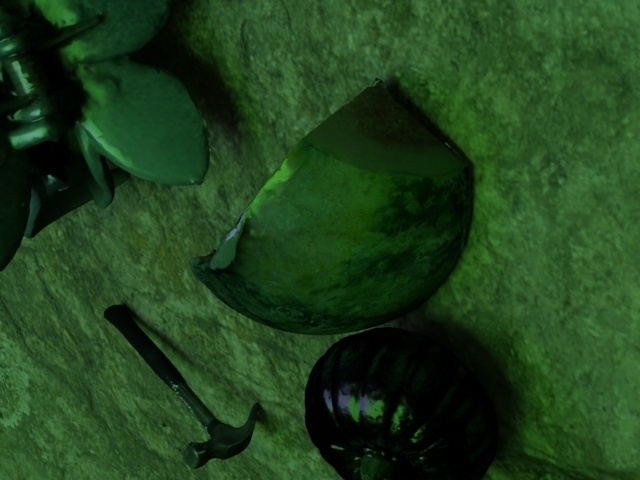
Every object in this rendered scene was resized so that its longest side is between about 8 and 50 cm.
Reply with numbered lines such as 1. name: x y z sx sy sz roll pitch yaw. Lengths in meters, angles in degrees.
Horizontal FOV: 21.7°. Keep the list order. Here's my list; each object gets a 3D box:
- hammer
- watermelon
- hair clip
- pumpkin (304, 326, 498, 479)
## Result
1. hammer: -0.160 0.149 1.842 0.246 0.103 0.029 46 138 34
2. watermelon: 0.000 0.000 1.564 0.305 0.224 0.180 129 150 -48
3. hair clip: -0.301 -0.156 1.663 0.318 0.392 0.238 66 162 -10
4. pumpkin: 0.074 0.168 1.571 0.194 0.150 0.194 41 144 38
